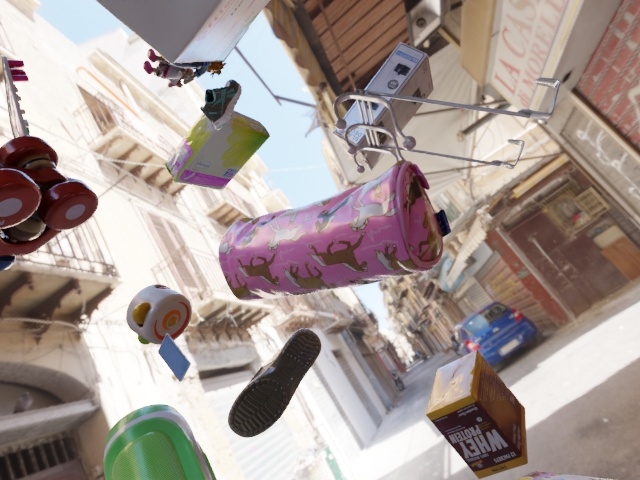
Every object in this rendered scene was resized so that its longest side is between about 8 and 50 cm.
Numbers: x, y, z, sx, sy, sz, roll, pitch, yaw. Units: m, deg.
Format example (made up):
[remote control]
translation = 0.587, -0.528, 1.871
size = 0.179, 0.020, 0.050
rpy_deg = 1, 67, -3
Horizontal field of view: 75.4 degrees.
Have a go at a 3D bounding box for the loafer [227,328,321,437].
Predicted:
[loafer]
translation = -0.094, 0.314, 0.918
size = 0.268, 0.102, 0.092
rpy_deg = -48, -7, -9

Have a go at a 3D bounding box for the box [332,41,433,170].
[box]
translation = 0.172, -0.347, 1.104
size = 0.289, 0.087, 0.169
rpy_deg = -54, -23, 3

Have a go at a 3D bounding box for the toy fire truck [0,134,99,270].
[toy fire truck]
translation = -0.567, -0.049, 0.718
size = 0.254, 0.169, 0.302
rpy_deg = -48, -10, 8

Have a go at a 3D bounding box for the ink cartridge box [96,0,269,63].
[ink cartridge box]
translation = -0.129, -0.320, 0.472
size = 0.207, 0.119, 0.353
rpy_deg = -45, 18, 17

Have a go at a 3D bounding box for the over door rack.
[over door rack]
translation = 0.201, -0.164, 0.711
size = 0.325, 0.108, 0.239
rpy_deg = 2, -9, 13

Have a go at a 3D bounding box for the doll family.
[doll family]
translation = -0.287, -0.459, 0.974
size = 0.163, 0.118, 0.262
rpy_deg = -16, -38, -59

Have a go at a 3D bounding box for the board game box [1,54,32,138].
[board game box]
translation = -0.847, -0.256, 1.215
size = 0.051, 0.389, 0.390
rpy_deg = -15, -7, -36

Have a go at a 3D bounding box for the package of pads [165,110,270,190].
[package of pads]
translation = -0.346, -0.302, 1.377
size = 0.296, 0.101, 0.229
rpy_deg = -43, -23, 23

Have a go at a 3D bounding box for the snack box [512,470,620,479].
[snack box]
translation = 0.216, 0.254, 0.388
size = 0.101, 0.037, 0.141
rpy_deg = -10, -22, -17

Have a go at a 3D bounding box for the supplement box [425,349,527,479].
[supplement box]
translation = 0.383, 0.416, 1.008
size = 0.129, 0.194, 0.191
rpy_deg = -40, -2, 30

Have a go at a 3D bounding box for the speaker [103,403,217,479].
[speaker]
translation = -0.192, 0.358, 0.535
size = 0.131, 0.297, 0.131
rpy_deg = -19, -54, -28

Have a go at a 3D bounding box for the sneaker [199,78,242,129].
[sneaker]
translation = -0.246, -0.353, 1.020
size = 0.065, 0.166, 0.076
rpy_deg = -22, -45, 35

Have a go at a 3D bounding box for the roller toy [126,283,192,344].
[roller toy]
translation = -0.555, 0.257, 1.443
size = 0.191, 0.147, 0.209
rpy_deg = -42, -40, -40

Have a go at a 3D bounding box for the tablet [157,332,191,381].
[tablet]
translation = -0.281, 0.224, 0.793
size = 0.006, 0.083, 0.054
rpy_deg = -5, -49, -57

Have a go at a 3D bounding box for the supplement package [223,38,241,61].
[supplement package]
translation = -0.363, -0.693, 1.251
size = 0.149, 0.194, 0.203
rpy_deg = -57, -19, -8

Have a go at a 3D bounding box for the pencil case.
[pencil case]
translation = 0.000, 0.000, 0.675
size = 0.387, 0.159, 0.167
rpy_deg = -16, 5, 36
